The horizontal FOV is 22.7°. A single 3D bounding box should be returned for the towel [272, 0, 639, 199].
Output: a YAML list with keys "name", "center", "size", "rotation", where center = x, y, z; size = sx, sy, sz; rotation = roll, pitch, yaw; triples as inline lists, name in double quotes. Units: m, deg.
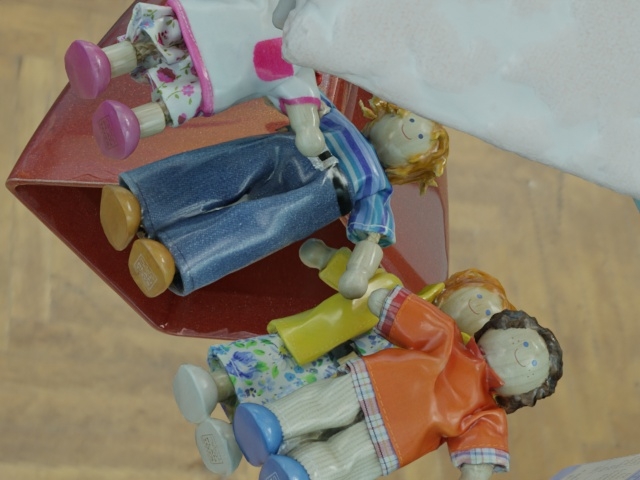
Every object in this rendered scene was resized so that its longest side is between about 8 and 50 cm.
- name: "towel"
  center: [0.182, -0.158, 0.533]
  size: [0.317, 0.332, 0.053]
  rotation: [19, 20, -13]

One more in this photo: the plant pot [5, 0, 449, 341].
- name: "plant pot"
  center: [-0.040, -0.078, 1.250]
  size: [0.267, 0.267, 0.236]
  rotation: [2, 63, 26]

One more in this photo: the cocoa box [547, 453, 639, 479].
- name: "cocoa box"
  center: [0.200, 0.289, 0.748]
  size: [0.231, 0.228, 0.347]
  rotation: [-25, 94, -46]

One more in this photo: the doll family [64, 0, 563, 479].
- name: "doll family"
  center: [0.000, 0.000, 0.691]
  size: [0.163, 0.118, 0.263]
  rotation: [-20, 77, -24]

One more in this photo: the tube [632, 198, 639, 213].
- name: "tube"
  center: [0.244, 0.025, 0.946]
  size: [0.207, 0.080, 0.052]
  rotation: [54, 24, -30]
